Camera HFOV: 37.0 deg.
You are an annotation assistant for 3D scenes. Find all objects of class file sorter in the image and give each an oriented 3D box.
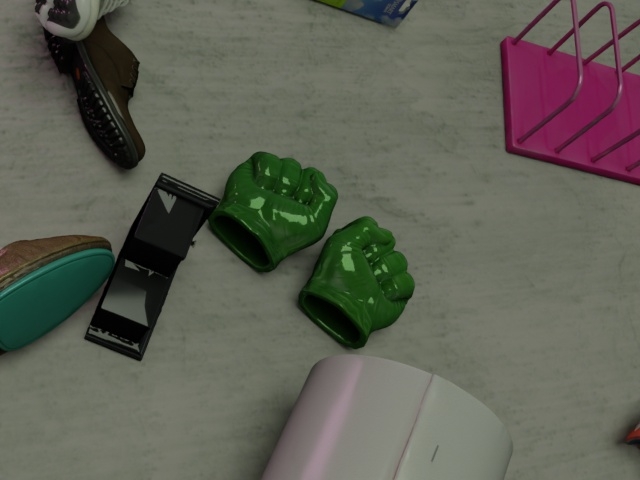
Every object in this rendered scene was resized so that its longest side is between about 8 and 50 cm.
[{"bbox_3d":[0.451,-0.230,1.457,0.291,0.182,0.202,11,65,-20],"label":"file sorter"}]

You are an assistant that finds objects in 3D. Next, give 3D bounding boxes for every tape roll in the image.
[{"bbox_3d":[0.068,0.258,1.038,0.246,0.246,0.169,32,58,-9],"label":"tape roll"}]

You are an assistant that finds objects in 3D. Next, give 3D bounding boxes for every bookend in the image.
[{"bbox_3d":[-0.189,0.032,1.068,0.072,0.157,0.156,24,60,-13],"label":"bookend"}]

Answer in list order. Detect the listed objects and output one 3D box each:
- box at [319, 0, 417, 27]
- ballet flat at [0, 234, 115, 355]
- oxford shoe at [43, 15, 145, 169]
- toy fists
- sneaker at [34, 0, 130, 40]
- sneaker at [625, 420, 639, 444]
[{"bbox_3d":[0.054,-0.377,1.382,0.178,0.109,0.042,14,62,-19],"label":"box"},{"bbox_3d":[-0.376,0.086,0.997,0.124,0.116,0.342,33,63,23],"label":"ballet flat"},{"bbox_3d":[-0.256,-0.195,1.180,0.096,0.083,0.227,-17,77,-31],"label":"oxford shoe"},{"bbox_3d":[0.000,0.000,1.205,0.279,0.096,0.142,40,57,-2],"label":"toy fists"},{"bbox_3d":[-0.275,-0.322,1.163,0.118,0.110,0.292,26,28,-28],"label":"sneaker"},{"bbox_3d":[0.528,0.380,1.273,0.148,0.131,0.350,-22,73,-23],"label":"sneaker"}]
